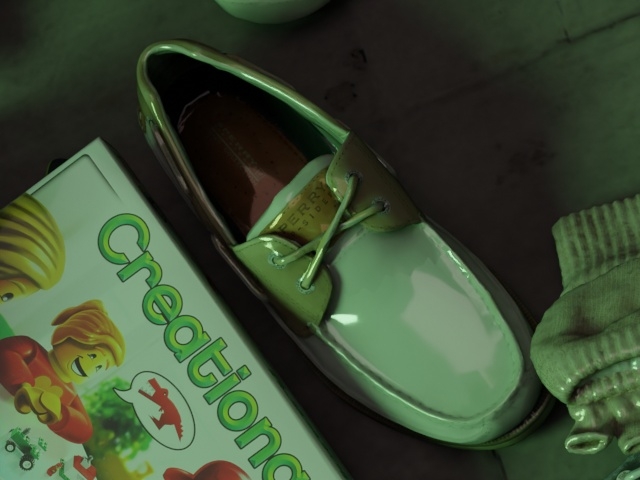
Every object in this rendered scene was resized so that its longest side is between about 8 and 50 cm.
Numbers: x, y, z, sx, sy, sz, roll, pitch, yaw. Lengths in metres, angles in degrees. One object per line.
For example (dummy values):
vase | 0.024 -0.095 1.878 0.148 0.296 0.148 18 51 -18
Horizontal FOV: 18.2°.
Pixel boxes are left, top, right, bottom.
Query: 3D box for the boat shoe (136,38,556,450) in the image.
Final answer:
boat shoe | 0.000 0.000 1.083 0.302 0.103 0.113 40 86 27

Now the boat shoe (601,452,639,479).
boat shoe | 0.191 0.112 0.979 0.301 0.108 0.102 -42 64 7

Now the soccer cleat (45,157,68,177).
soccer cleat | -0.122 0.035 1.142 0.072 0.060 0.179 -12 72 4

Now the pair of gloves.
pair of gloves | 0.216 0.012 0.974 0.240 0.042 0.204 -16 31 20

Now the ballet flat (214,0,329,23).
ballet flat | 0.036 -0.316 1.182 0.139 0.139 0.400 23 78 25

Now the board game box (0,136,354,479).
board game box | -0.105 0.122 1.062 0.193 0.053 0.305 -37 77 2
